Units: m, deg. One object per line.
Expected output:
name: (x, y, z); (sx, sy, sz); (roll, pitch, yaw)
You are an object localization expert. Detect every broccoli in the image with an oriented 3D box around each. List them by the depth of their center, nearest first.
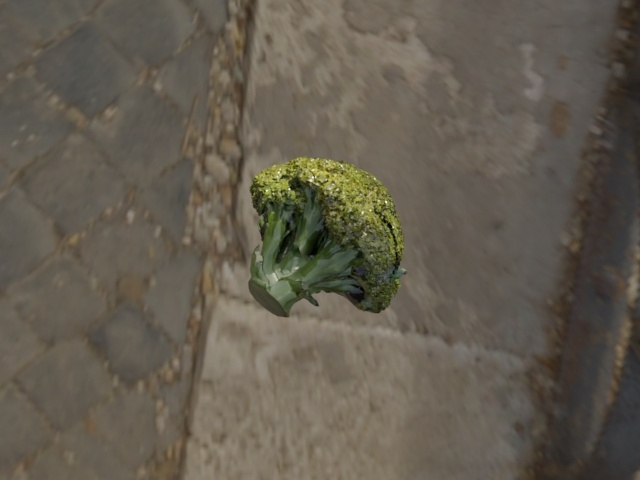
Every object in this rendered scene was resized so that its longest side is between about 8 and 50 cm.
broccoli: (0.000, 0.000, 1.212); (0.131, 0.130, 0.120); (38, 67, 8)
